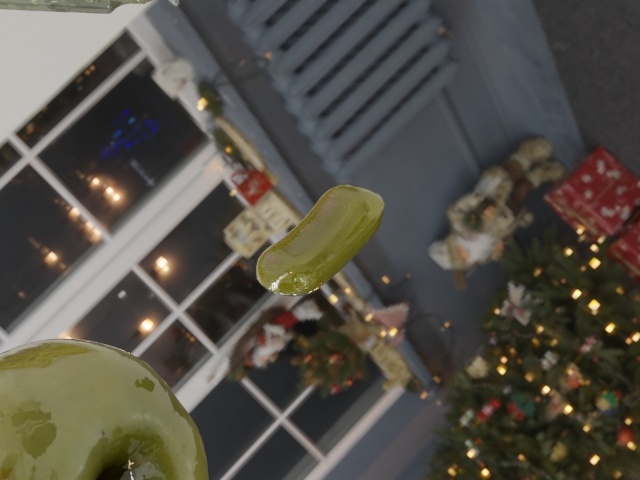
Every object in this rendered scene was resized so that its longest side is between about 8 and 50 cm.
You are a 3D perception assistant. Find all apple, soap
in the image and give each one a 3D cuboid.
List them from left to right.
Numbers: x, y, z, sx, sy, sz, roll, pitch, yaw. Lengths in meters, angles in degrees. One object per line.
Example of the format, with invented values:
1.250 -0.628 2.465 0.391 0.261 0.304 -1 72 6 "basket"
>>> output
-0.227 0.202 0.836 0.262 0.262 0.262 43 171 9 "apple"
0.001 0.001 0.953 0.045 0.140 0.089 54 163 -27 "soap"

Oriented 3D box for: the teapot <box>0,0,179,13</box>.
-0.177 -0.168 0.575 0.107 0.200 0.077 -108 21 -56 "teapot"
